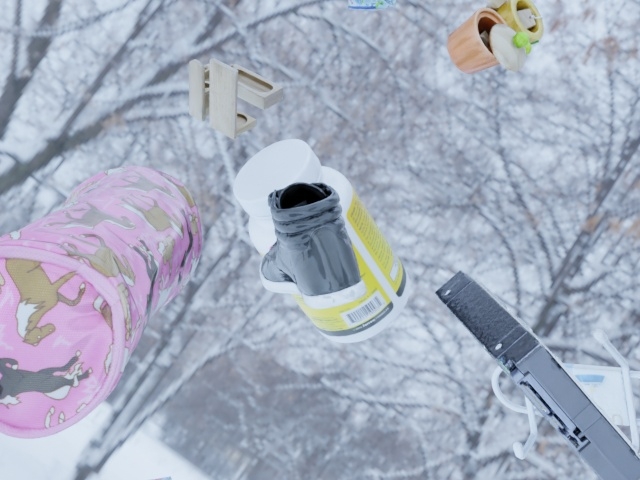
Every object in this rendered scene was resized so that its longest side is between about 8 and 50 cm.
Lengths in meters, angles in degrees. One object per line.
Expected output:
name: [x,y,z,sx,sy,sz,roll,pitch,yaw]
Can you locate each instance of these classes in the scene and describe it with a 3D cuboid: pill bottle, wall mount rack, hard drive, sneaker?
pill bottle: [0.000,0.000,1.779,0.188,0.188,0.334,20,-29,50]
wall mount rack: [0.438,0.258,1.913,0.350,0.130,0.304,0,-64,34]
hard drive: [0.288,0.178,1.449,0.237,0.064,0.339,47,3,-16]
sneaker: [-0.024,-0.007,1.393,0.295,0.104,0.147,-163,-121,-72]

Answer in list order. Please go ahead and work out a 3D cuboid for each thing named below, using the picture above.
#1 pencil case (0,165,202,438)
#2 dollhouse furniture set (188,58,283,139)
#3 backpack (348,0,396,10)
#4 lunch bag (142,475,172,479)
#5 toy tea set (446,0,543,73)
pencil case: [-0.212,0.036,0.965,0.160,0.167,0.386,14,12,-1]
dollhouse furniture set: [-0.141,-0.275,1.774,0.144,0.151,0.123,30,-45,29]
backpack: [0.078,-0.429,1.805,0.114,0.084,0.105,7,18,12]
lunch bag: [-0.273,0.413,1.690,0.071,0.083,0.053,-12,-68,25]
toy tea set: [0.246,-0.362,1.406,0.200,0.336,0.124,13,-27,-39]
